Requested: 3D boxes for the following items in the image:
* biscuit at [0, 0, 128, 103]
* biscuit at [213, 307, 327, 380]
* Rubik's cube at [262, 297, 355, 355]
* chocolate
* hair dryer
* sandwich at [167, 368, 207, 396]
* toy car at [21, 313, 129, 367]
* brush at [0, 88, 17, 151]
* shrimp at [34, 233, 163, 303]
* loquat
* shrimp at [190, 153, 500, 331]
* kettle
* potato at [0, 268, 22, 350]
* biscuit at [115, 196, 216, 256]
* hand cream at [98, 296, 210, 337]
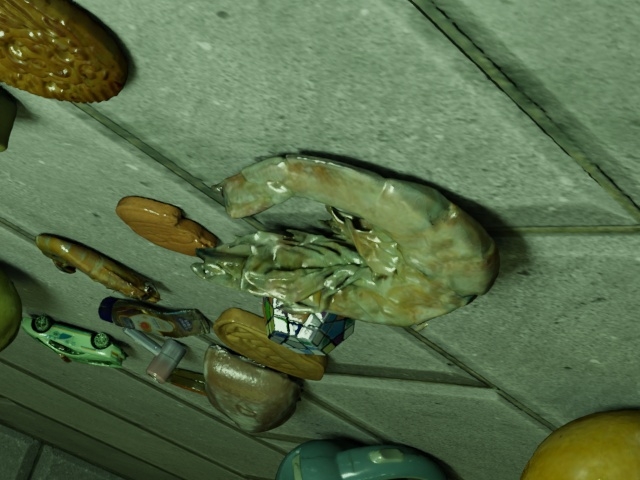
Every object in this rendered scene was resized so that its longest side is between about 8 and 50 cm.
[{"bbox_3d":[-0.247,-0.162,1.018,0.188,0.027,0.188,16,161,6],"label":"biscuit"},{"bbox_3d":[-0.070,0.145,1.709,0.142,0.029,0.221,6,158,33],"label":"biscuit"},{"bbox_3d":[-0.013,0.070,1.347,0.111,0.093,0.111,18,160,7],"label":"Rubik's cube"},{"bbox_3d":[-0.114,0.248,1.956,0.161,0.083,0.261,18,162,6],"label":"chocolate"},{"bbox_3d":[-0.267,0.162,1.909,0.114,0.063,0.037,38,159,-10],"label":"hair dryer"},{"bbox_3d":[-0.196,0.244,2.102,0.135,0.029,0.067,17,167,0],"label":"sandwich"},{"bbox_3d":[-0.408,0.173,2.061,0.186,0.058,0.093,15,163,9],"label":"toy car"},{"bbox_3d":[-0.391,-0.137,1.176,0.197,0.059,0.123,9,162,29],"label":"brush"},{"bbox_3d":[-0.296,0.042,1.627,0.178,0.034,0.124,29,162,-23],"label":"shrimp"},{"bbox_3d":[0.361,0.325,1.465,0.263,0.263,0.263,17,161,6],"label":"loquat"},{"bbox_3d":[0.000,0.000,1.178,0.360,0.085,0.247,-3,143,40],"label":"shrimp"},{"bbox_3d":[0.071,0.454,2.198,0.319,0.247,0.342,-20,142,10],"label":"kettle"},{"bbox_3d":[-0.532,0.077,1.768,0.228,0.148,0.197,21,148,-10],"label":"potato"},{"bbox_3d":[-0.170,-0.012,1.378,0.102,0.019,0.130,9,160,30],"label":"biscuit"},{"bbox_3d":[-0.235,0.107,1.749,0.163,0.039,0.062,7,142,25],"label":"hand cream"}]
